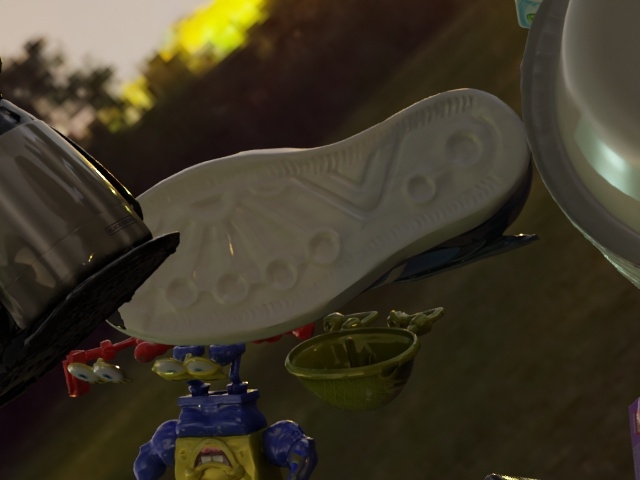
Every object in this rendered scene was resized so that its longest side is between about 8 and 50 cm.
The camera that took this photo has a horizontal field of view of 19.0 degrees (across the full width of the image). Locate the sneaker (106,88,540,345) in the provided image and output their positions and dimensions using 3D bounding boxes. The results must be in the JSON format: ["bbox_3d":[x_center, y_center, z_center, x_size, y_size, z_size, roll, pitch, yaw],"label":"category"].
[{"bbox_3d":[0.000,-0.001,1.373,0.323,0.130,0.236,-22,-9,-3],"label":"sneaker"}]

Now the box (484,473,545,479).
[{"bbox_3d":[0.157,0.391,1.455,0.191,0.143,0.381,36,110,50],"label":"box"}]

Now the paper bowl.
[{"bbox_3d":[0.251,-0.101,1.078,0.284,0.284,0.148,-42,-34,8],"label":"paper bowl"}]

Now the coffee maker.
[{"bbox_3d":[-0.186,-0.011,0.901,0.171,0.178,0.120,-41,-5,6],"label":"coffee maker"}]

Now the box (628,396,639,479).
[{"bbox_3d":[0.359,0.264,1.506,0.201,0.293,0.057,-3,-14,-2],"label":"box"}]

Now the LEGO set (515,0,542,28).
[{"bbox_3d":[0.280,-0.206,1.709,0.182,0.244,0.060,71,-143,-59],"label":"LEGO set"}]

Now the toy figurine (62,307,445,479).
[{"bbox_3d":[-0.051,0.193,1.804,0.363,0.217,0.191,-4,8,23],"label":"toy figurine"}]
